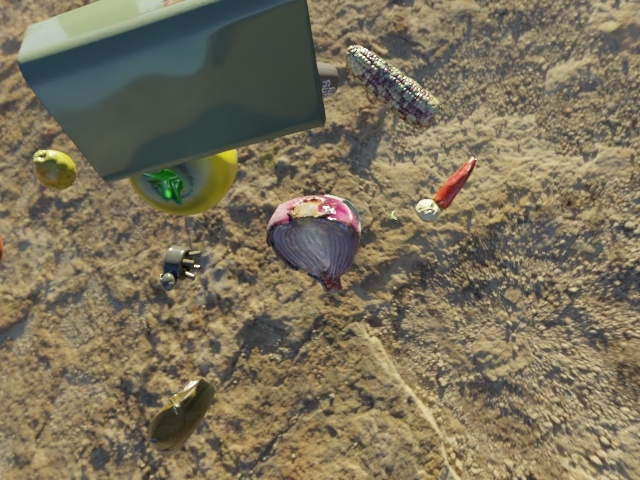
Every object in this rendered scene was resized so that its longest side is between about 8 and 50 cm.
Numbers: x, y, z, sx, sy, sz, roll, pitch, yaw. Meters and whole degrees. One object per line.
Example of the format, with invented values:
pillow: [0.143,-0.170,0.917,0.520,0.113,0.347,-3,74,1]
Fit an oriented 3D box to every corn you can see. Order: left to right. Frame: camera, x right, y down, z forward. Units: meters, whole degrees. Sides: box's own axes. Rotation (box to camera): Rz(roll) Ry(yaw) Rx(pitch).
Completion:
corn: [0.159,-0.352,0.945,0.254,0.086,0.086,36,95,-2]

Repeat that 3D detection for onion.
onion: [0.000,0.000,1.231,0.268,0.348,0.158,-1,47,16]

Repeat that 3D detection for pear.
pear: [-0.789,-0.210,1.222,0.107,0.131,0.107,-4,57,6]

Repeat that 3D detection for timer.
timer: [-0.339,-0.168,0.978,0.286,0.285,0.284,-6,76,24]

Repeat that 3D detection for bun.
bun: [0.364,-0.103,1.381,0.086,0.054,0.086,7,58,-11]

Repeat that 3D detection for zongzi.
zongzi: [-0.385,0.470,1.136,0.112,0.242,0.220,29,56,6]

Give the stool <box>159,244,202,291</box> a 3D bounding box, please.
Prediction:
stool: [-0.625,0.128,1.849,0.140,0.153,0.227,9,73,4]

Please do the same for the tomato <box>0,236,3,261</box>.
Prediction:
tomato: [-1.026,0.013,1.041,0.273,0.341,0.341,30,92,26]

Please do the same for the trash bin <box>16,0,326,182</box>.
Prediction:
trash bin: [-0.184,-0.233,0.578,0.344,0.222,0.158,-21,52,-6]

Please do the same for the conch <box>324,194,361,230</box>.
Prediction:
conch: [0.052,-0.066,1.453,0.185,0.221,0.121,-46,31,-7]

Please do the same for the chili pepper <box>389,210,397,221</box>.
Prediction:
chili pepper: [0.286,-0.092,1.615,0.027,0.083,0.022,-5,117,2]

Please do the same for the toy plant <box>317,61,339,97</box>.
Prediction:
toy plant: [-0.096,-0.700,1.802,0.280,0.401,0.185,22,122,41]

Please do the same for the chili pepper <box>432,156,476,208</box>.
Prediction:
chili pepper: [0.473,-0.189,1.478,0.272,0.064,0.071,-54,26,11]
